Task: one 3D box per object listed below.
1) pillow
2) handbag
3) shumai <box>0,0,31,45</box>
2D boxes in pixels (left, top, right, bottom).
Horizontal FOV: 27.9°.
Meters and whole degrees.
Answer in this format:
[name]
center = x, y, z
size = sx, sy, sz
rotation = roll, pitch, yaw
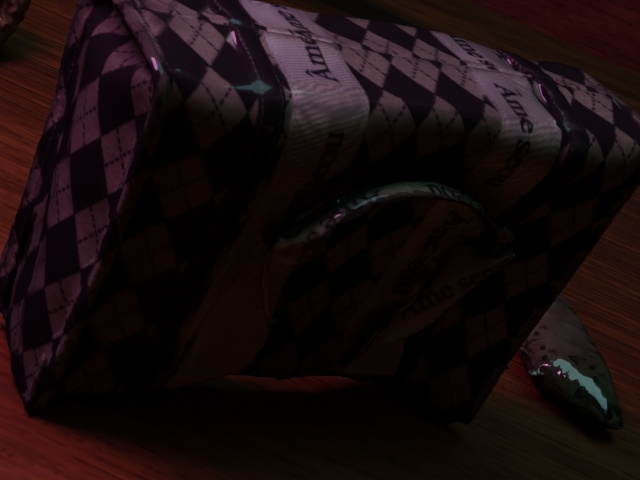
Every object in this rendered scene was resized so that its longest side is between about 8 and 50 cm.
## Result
[pillow]
center = 0.224, 0.101, 1.244
size = 0.093, 0.051, 0.241
rotation = 17, 25, -15
[handbag]
center = 0.000, 0.000, 0.936
size = 0.416, 0.316, 0.180
rotation = 4, 35, -31
[shumai]
center = -0.513, -0.312, 1.397
size = 0.283, 0.217, 0.346
rotation = 1, -10, 43
